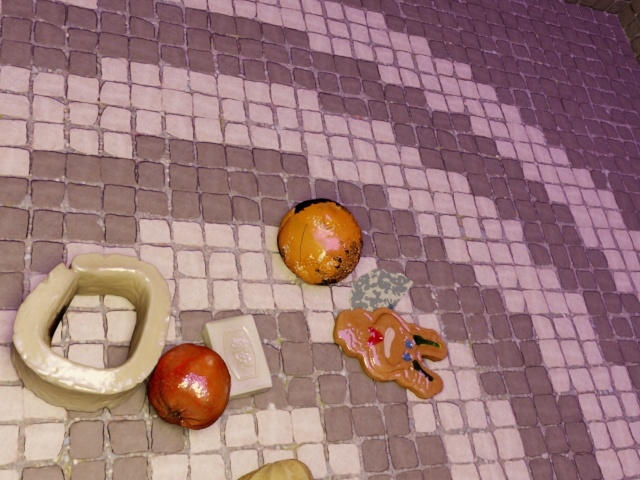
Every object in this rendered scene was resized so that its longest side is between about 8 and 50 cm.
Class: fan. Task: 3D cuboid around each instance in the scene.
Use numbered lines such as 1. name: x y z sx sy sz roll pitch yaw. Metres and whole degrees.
1. fan: 0.163 0.142 1.939 0.240 0.009 0.131 -24 75 -35

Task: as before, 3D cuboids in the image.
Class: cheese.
1. cheese: -0.478 0.180 1.494 0.292 0.153 0.332 25 53 -13

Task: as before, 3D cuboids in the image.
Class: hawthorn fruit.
1. hawthorn fruit: -0.274 0.302 1.522 0.179 0.179 0.200 33 40 -7

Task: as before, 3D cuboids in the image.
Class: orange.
1. orange: 0.000 0.000 1.840 0.234 0.182 0.234 5 67 -12

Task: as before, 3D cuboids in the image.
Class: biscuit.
1. biscuit: 0.188 0.280 1.843 0.334 0.047 0.202 26 56 -13

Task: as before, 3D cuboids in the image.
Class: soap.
1. soap: -0.195 0.273 1.644 0.121 0.064 0.183 -8 66 -28

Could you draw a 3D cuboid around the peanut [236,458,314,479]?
1. peanut: -0.133 0.592 1.432 0.174 0.158 0.340 48 53 -22
